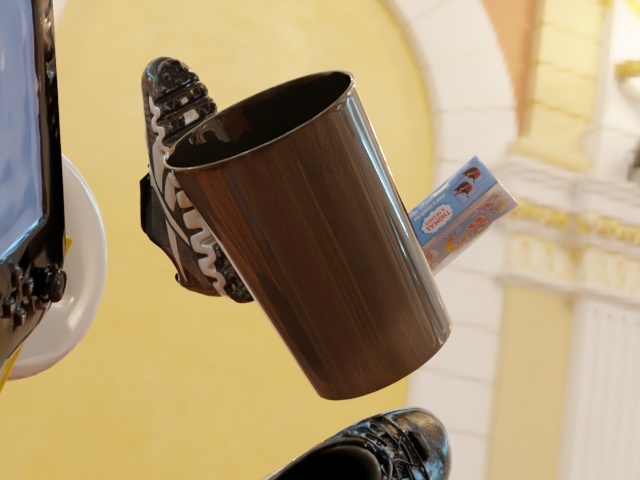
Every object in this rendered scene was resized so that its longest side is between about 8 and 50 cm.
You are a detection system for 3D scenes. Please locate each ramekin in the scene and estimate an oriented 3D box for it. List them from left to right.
[{"bbox_3d":[-0.345,0.016,1.590,0.135,0.277,0.277,-5,-18,40],"label":"ramekin"}]

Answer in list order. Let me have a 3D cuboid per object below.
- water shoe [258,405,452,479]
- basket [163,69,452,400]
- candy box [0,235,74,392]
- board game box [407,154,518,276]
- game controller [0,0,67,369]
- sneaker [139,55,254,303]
[{"bbox_3d":[0.021,0.140,0.870,0.203,0.073,0.080,-26,-13,-45],"label":"water shoe"},{"bbox_3d":[0.000,0.000,1.257,0.204,0.154,0.227,7,-52,61],"label":"basket"},{"bbox_3d":[-0.312,0.070,1.444,0.027,0.206,0.105,17,-10,43],"label":"candy box"},{"bbox_3d":[0.088,0.012,1.487,0.039,0.211,0.160,50,7,14],"label":"board game box"},{"bbox_3d":[-0.187,-0.070,0.848,0.067,0.319,0.166,5,29,6],"label":"game controller"},{"bbox_3d":[-0.130,-0.049,1.427,0.106,0.234,0.078,-6,19,41],"label":"sneaker"}]
